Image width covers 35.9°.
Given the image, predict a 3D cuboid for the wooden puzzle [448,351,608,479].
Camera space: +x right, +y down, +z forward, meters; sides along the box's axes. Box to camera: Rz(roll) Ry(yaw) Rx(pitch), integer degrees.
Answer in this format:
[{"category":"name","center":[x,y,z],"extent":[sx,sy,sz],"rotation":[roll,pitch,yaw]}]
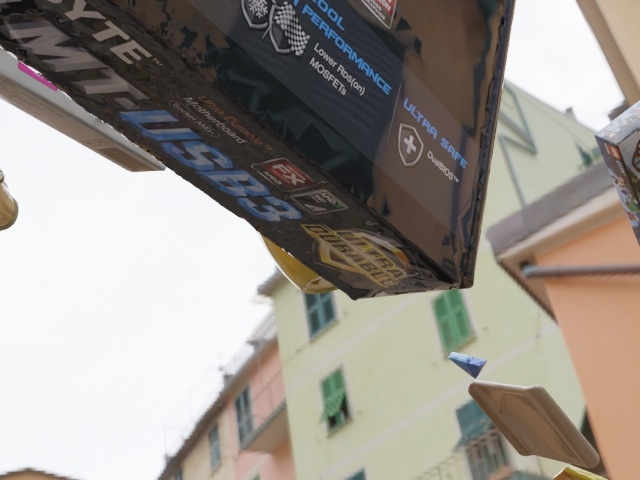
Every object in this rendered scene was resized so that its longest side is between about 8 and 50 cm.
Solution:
[{"category":"wooden puzzle","center":[0.134,0.113,0.618],"extent":[0.116,0.014,0.078],"rotation":[53,-24,-18]}]

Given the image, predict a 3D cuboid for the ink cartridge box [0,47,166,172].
[{"category":"ink cartridge box","center":[-0.248,-0.231,1.068],"extent":[0.060,0.239,0.275],"rotation":[0,-17,30]}]

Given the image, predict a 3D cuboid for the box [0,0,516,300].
[{"category":"box","center":[-0.016,-0.167,0.415],"extent":[0.073,0.293,0.295],"rotation":[-8,-32,40]}]

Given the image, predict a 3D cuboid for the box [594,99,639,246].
[{"category":"box","center":[0.418,-0.070,1.113],"extent":[0.159,0.044,0.233],"rotation":[-36,-59,-5]}]

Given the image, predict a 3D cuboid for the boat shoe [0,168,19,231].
[{"category":"boat shoe","center":[-0.272,-0.038,0.790],"extent":[0.072,0.190,0.068],"rotation":[43,-93,-22]}]

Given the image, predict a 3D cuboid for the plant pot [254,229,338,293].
[{"category":"plant pot","center":[0.000,0.000,1.035],"extent":[0.134,0.095,0.134],"rotation":[-13,-20,-5]}]
